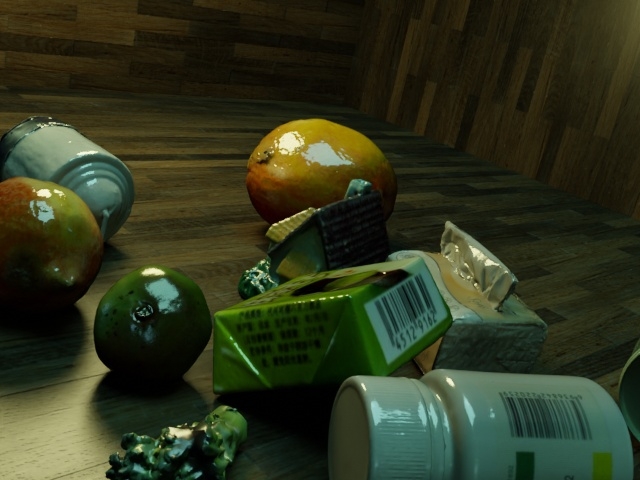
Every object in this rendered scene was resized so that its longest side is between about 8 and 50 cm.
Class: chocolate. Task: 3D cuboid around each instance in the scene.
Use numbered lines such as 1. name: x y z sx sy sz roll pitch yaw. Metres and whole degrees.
1. chocolate: 0.016 0.130 1.192 0.288 0.137 0.301 -11 4 32

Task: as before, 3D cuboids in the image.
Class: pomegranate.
1. pomegranate: -0.251 0.133 1.173 0.179 0.180 0.210 14 -12 5

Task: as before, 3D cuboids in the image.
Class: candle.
1. candle: -0.518 -0.114 1.575 0.342 0.221 0.221 29 25 37

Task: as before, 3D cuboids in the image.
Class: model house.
1. model house: 0.000 0.000 1.541 0.230 0.249 0.280 21 21 24

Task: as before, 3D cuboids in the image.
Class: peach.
1. peach: -0.461 0.019 1.247 0.232 0.232 0.256 -5 37 -41
2. peach: 0.010 -0.139 1.858 0.372 0.290 0.373 14 -14 4

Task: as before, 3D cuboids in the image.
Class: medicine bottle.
1. medicine bottle: 0.194 0.270 0.970 0.339 0.208 0.208 5 21 -15

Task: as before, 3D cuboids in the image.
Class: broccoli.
1. broccoli: -0.145 0.266 0.911 0.145 0.165 0.304 -17 2 9

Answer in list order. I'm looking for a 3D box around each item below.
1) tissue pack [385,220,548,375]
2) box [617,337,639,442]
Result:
1. tissue pack: 0.263 0.107 1.447 0.238 0.239 0.305 6 20 -18
2. box: 0.626 0.248 1.276 0.226 0.226 0.149 22 21 26
